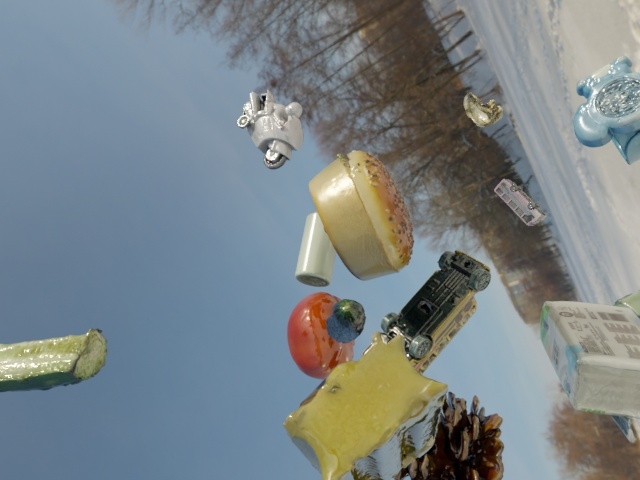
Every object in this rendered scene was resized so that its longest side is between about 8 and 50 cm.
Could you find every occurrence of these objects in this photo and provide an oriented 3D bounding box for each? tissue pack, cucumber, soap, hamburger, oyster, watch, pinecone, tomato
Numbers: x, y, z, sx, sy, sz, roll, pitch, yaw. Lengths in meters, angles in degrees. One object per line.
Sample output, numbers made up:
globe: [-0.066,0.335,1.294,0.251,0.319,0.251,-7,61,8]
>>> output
tissue pack: [0.475,0.214,0.815,0.229,0.159,0.145,-53,-34,-70]
cucumber: [-0.657,0.286,1.081,0.145,0.325,0.105,-92,-6,-53]
soap: [0.050,0.193,0.484,0.076,0.135,0.233,47,164,33]
hamburger: [0.100,-0.059,1.057,0.300,0.176,0.300,61,-171,-17]
cucumber: [0.038,0.117,0.711,0.215,0.058,0.052,93,-165,-74]
oyster: [0.300,-0.245,0.874,0.081,0.038,0.083,110,142,-69]
watch: [0.672,-0.273,1.056,0.193,0.211,0.211,25,-134,-46]
pinecone: [0.315,0.598,1.341,0.384,0.384,0.384,47,-149,-39]
tomato: [-0.001,0.283,1.429,0.260,0.180,0.260,-17,-90,-72]

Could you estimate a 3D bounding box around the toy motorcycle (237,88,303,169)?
toy motorcycle: [-0.121,-0.318,1.326,0.110,0.171,0.260,39,-159,-58]

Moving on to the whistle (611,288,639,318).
whistle: [0.637,0.150,0.961,0.092,0.244,0.110,61,166,22]

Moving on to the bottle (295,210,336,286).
bottle: [0.000,0.000,1.347,0.104,0.104,0.245,39,-126,-47]

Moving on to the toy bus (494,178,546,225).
toy bus: [0.472,-0.091,1.143,0.037,0.052,0.131,1,-133,-46]

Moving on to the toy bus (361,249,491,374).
toy bus: [0.252,0.180,1.103,0.121,0.335,0.123,35,168,47]
